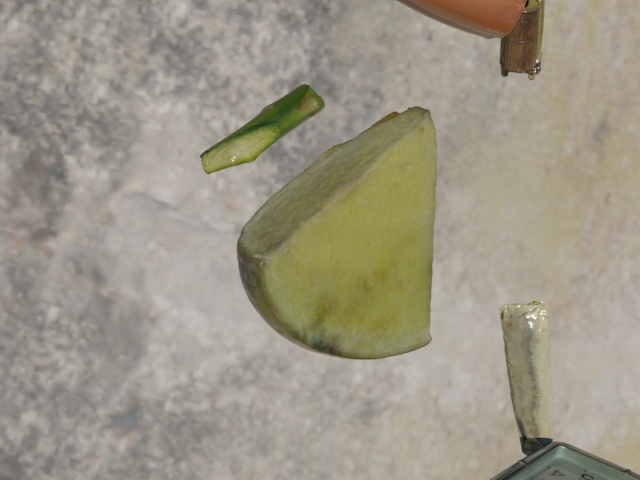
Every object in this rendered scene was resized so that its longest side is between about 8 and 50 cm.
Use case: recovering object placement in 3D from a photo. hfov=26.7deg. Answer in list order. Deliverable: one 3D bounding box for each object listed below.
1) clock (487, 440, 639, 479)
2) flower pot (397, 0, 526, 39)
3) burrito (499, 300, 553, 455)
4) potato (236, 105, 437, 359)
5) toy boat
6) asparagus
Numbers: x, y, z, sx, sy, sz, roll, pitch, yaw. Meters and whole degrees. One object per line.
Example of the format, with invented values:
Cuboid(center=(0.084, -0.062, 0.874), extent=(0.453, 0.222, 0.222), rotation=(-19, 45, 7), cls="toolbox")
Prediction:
Cuboid(center=(0.422, 0.413, 2.098), extent=(0.279, 0.273, 0.049), rotation=(-16, 121, -52), cls="clock")
Cuboid(center=(0.199, -0.398, 1.976), extent=(0.173, 0.190, 0.190), rotation=(6, 98, -22), cls="flower pot")
Cuboid(center=(0.360, 0.235, 2.309), extent=(0.059, 0.082, 0.275), rotation=(-36, 120, -67), cls="burrito")
Cuboid(center=(0.000, 0.000, 1.432), extent=(0.255, 0.112, 0.269), rotation=(-12, 106, -42), cls="potato")
Cuboid(center=(0.307, -0.340, 2.048), extent=(0.088, 0.068, 0.226), rotation=(-67, 161, -49), cls="toy boat")
Cuboid(center=(-0.068, -0.129, 1.586), extent=(0.178, 0.041, 0.045), rotation=(-38, 92, -32), cls="asparagus")
